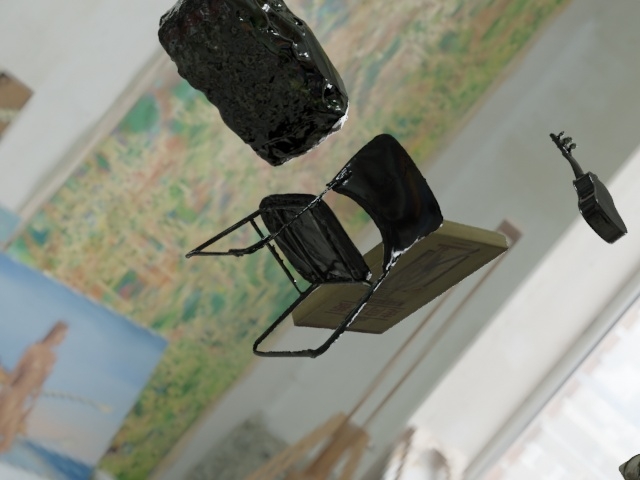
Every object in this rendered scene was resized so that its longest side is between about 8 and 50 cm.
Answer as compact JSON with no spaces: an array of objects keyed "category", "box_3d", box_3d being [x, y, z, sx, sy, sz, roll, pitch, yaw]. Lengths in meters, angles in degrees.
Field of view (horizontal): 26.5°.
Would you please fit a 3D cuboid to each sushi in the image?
[{"category":"sushi","box_3d":[-0.067,-0.193,1.491,0.225,0.127,0.124,47,22,-23]}]

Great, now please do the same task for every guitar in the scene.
[{"category":"guitar","box_3d":[0.401,-0.094,2.068,0.084,0.038,0.271,40,22,-30]}]

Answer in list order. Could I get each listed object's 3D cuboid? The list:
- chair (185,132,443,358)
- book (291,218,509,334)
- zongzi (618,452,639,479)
[{"category":"chair","box_3d":[0.000,0.000,1.423,0.145,0.221,0.140,-2,-54,57]},{"category":"book","box_3d":[0.093,0.047,1.638,0.161,0.231,0.026,11,53,-43]},{"category":"zongzi","box_3d":[0.367,0.265,1.261,0.189,0.081,0.178,47,-16,6]}]
